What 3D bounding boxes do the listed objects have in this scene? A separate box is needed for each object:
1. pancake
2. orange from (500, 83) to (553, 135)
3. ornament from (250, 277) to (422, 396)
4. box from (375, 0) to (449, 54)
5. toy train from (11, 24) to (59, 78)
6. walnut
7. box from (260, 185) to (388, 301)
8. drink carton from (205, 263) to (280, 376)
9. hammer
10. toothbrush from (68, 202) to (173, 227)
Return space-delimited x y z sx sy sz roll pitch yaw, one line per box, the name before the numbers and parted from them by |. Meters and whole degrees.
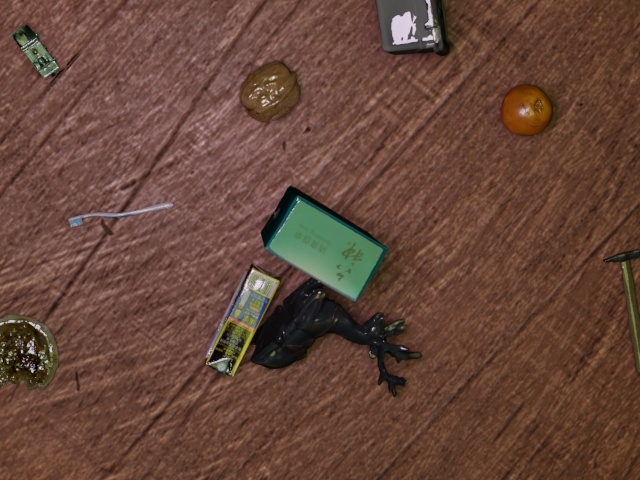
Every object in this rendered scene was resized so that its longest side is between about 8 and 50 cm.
pancake | -0.467 0.171 1.803 0.130 0.022 0.116 4 95 -10
orange | 0.317 -0.200 1.813 0.084 0.083 0.083 0 95 -5
ornament | 0.033 0.171 1.811 0.236 0.080 0.202 26 128 -23
box | 0.136 -0.332 1.750 0.093 0.172 0.124 -8 94 11
toy train | -0.424 -0.281 1.753 0.033 0.053 0.083 -36 96 -2
walnut | -0.075 -0.225 1.780 0.096 0.082 0.079 -36 125 -2
box | 0.000 0.000 1.719 0.153 0.245 0.092 31 93 -6
drink carton | -0.122 0.121 1.805 0.056 0.071 0.165 27 91 -3
hammer | 0.499 0.116 1.891 0.062 0.013 0.198 -10 95 -4
toothbrush | -0.306 -0.043 1.804 0.162 0.014 0.017 -12 81 -4
